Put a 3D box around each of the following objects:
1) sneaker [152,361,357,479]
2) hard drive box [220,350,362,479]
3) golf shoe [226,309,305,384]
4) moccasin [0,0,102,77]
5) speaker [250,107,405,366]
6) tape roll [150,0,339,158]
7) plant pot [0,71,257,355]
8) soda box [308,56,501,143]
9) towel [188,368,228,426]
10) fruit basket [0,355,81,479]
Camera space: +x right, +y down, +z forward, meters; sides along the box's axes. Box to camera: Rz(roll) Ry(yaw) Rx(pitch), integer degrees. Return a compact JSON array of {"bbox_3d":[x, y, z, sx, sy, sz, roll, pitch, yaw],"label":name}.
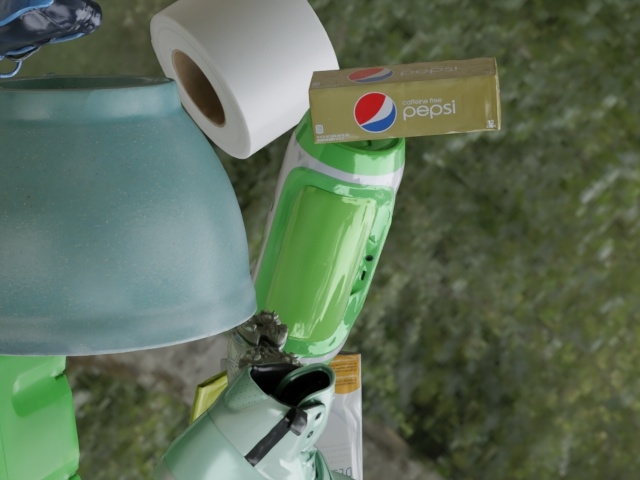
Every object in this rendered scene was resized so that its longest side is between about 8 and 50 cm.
[{"bbox_3d":[-0.003,0.186,1.267,0.256,0.094,0.151,23,113,-43],"label":"sneaker"},{"bbox_3d":[-0.037,0.270,1.998,0.181,0.232,0.089,-4,-176,-37],"label":"hard drive box"},{"bbox_3d":[-0.058,0.140,1.446,0.176,0.069,0.086,-104,-152,-63],"label":"golf shoe"},{"bbox_3d":[-0.381,-0.258,1.783,0.342,0.116,0.138,14,-97,54],"label":"moccasin"},{"bbox_3d":[0.000,0.000,1.608,0.131,0.131,0.297,-41,154,-54],"label":"speaker"},{"bbox_3d":[-0.110,-0.263,2.137,0.169,0.246,0.246,-36,172,-18],"label":"tape roll"},{"bbox_3d":[-0.201,-0.036,1.208,0.293,0.293,0.196,-35,124,-71],"label":"plant pot"},{"bbox_3d":[0.082,-0.135,1.425,0.061,0.181,0.058,-79,163,-65],"label":"soda box"},{"bbox_3d":[-0.132,0.258,1.607,0.102,0.021,0.237,-24,129,-68],"label":"towel"},{"bbox_3d":[-0.433,0.177,1.251,0.392,0.283,0.392,-6,-173,1],"label":"fruit basket"}]
